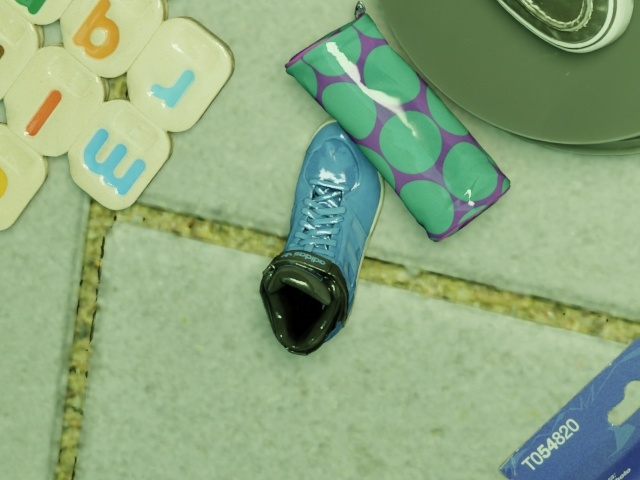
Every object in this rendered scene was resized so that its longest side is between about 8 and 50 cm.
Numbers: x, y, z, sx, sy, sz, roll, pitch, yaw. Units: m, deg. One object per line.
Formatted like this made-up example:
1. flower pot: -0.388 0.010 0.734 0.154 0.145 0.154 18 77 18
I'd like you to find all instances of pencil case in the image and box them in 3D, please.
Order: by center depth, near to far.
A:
1. pencil case: 0.049 -0.072 1.021 0.064 0.070 0.151 -41 94 -3

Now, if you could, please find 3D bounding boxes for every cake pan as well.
1. cake pan: 0.147 -0.184 0.941 0.293 0.054 0.293 10 112 26

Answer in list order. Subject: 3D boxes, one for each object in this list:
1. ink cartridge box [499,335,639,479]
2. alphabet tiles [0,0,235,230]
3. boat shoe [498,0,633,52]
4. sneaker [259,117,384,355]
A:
1. ink cartridge box: 0.265 0.162 1.049 0.224 0.045 0.223 43 111 0
2. alphabet tiles: -0.201 -0.156 1.090 0.284 0.021 0.278 39 108 1
3. boat shoe: 0.087 -0.191 0.896 0.078 0.070 0.219 -38 87 34
4. sneaker: 0.001 0.000 1.049 0.058 0.084 0.152 15 108 10
